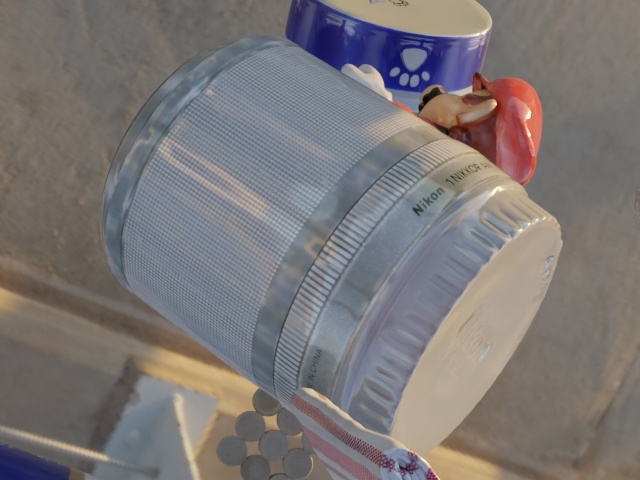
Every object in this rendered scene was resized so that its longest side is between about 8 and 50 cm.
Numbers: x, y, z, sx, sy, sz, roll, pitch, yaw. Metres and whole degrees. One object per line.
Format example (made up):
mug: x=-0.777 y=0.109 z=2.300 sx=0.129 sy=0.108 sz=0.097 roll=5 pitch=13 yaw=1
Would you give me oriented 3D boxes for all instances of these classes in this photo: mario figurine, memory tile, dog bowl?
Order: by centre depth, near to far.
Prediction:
mario figurine: x=0.074 y=-0.094 z=1.253 sx=0.320 sy=0.198 sz=0.170 roll=-21 pitch=90 yaw=-17
memory tile: x=-0.045 y=0.232 z=1.494 sx=0.113 sy=0.012 sz=0.148 roll=38 pitch=82 yaw=-6
dog bowl: x=0.087 y=-0.270 z=1.627 sx=0.264 sy=0.265 sz=0.104 roll=-6 pitch=124 yaw=-31

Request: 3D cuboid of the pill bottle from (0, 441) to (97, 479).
pill bottle: x=-0.322 y=0.217 z=0.981 sx=0.264 sy=0.153 sz=0.153 roll=22 pitch=95 yaw=-12

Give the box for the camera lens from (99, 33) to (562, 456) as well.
camera lens: x=0.000 y=0.000 z=0.874 sx=0.219 sy=0.274 sz=0.219 roll=-43 pitch=153 yaw=-28

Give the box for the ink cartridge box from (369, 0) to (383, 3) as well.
ink cartridge box: x=0.059 y=-0.265 z=1.137 sx=0.048 sy=0.028 sz=0.083 roll=-13 pitch=79 yaw=-1

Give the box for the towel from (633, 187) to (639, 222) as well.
towel: x=0.506 y=0.039 z=1.282 sx=0.374 sy=0.320 sz=0.090 roll=27 pitch=94 yaw=8

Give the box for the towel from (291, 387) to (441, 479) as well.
towel: x=0.061 y=0.153 z=0.573 sx=0.029 sy=0.144 sz=0.197 roll=-36 pitch=103 yaw=-13
